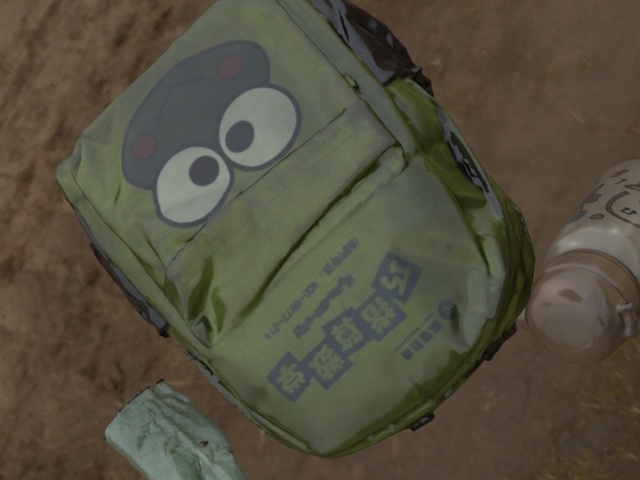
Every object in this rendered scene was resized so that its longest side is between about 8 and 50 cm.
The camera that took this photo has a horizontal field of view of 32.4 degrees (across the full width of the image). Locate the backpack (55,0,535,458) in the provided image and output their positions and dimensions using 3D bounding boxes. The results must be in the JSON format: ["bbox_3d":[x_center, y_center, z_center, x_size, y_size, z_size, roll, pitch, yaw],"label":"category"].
[{"bbox_3d":[-0.007,-0.009,0.599,0.207,0.140,0.253,-44,71,12],"label":"backpack"}]

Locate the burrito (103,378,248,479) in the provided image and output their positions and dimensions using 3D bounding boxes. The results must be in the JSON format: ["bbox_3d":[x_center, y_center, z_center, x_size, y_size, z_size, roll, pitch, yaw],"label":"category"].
[{"bbox_3d":[-0.092,0.148,0.766,0.118,0.074,0.044,34,126,27],"label":"burrito"}]

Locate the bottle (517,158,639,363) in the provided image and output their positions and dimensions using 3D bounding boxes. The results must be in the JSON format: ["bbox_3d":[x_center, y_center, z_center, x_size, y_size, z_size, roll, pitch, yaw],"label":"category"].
[{"bbox_3d":[0.228,0.018,0.892,0.110,0.097,0.209,1,28,36],"label":"bottle"}]
